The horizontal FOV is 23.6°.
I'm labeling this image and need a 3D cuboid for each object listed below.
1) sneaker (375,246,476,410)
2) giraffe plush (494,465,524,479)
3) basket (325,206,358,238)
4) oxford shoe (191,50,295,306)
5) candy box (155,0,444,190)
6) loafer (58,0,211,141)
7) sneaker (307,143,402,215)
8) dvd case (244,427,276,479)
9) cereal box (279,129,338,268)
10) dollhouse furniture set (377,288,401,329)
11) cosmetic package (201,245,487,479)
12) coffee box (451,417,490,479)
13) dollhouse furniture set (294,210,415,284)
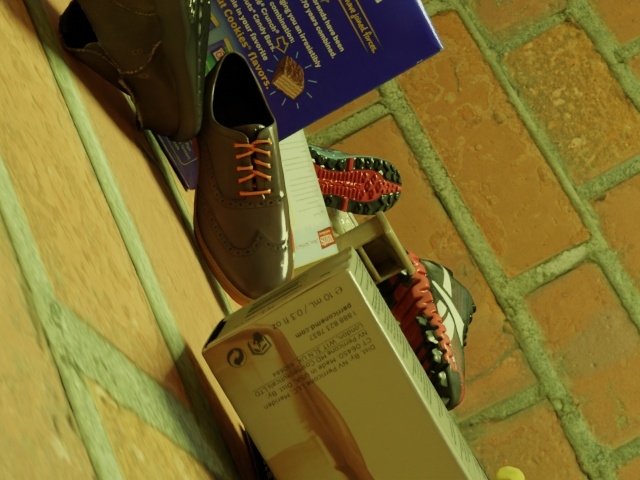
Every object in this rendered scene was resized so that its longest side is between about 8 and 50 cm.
[{"bbox_3d":[0.173,0.129,2.211,0.135,0.097,0.276,11,43,-30],"label":"sneaker"},{"bbox_3d":[0.179,0.346,1.740,0.181,0.170,0.210,63,4,14],"label":"giraffe plush"},{"bbox_3d":[0.000,0.000,2.271,0.167,0.113,0.103,59,7,-21],"label":"basket"},{"bbox_3d":[-0.079,-0.061,1.513,0.098,0.097,0.271,110,-32,-59],"label":"oxford shoe"},{"bbox_3d":[-0.067,-0.247,1.661,0.268,0.317,0.122,61,4,-10],"label":"candy box"},{"bbox_3d":[-0.173,-0.208,1.412,0.366,0.130,0.133,93,0,-66],"label":"loafer"},{"bbox_3d":[-0.025,-0.089,2.140,0.262,0.104,0.125,15,0,-19],"label":"sneaker"},{"bbox_3d":[0.016,0.271,1.240,0.238,0.030,0.179,58,6,-32],"label":"dvd case"},{"bbox_3d":[-0.060,-0.081,1.880,0.173,0.047,0.240,-17,91,-66],"label":"cereal box"},{"bbox_3d":[0.091,0.172,2.407,0.262,0.135,0.259,61,-7,-11],"label":"dollhouse furniture set"},{"bbox_3d":[0.042,0.167,1.168,0.296,0.129,0.153,60,4,-3],"label":"cosmetic package"},{"bbox_3d":[0.135,0.291,1.928,0.297,0.119,0.168,58,4,-35],"label":"coffee box"},{"bbox_3d":[0.071,0.106,2.079,0.212,0.161,0.242,57,6,-49],"label":"dollhouse furniture set"}]
